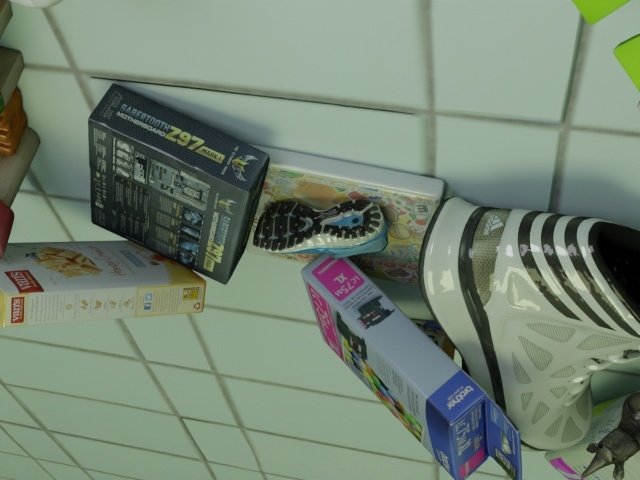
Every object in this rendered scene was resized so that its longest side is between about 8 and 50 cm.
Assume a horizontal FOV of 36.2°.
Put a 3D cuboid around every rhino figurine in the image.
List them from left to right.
[{"bbox_3d":[0.396,0.203,1.155,0.073,0.243,0.106,47,165,20],"label":"rhino figurine"}]

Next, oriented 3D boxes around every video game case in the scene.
[{"bbox_3d":[0.019,-0.023,1.118,0.227,0.026,0.206,11,150,7],"label":"video game case"}]

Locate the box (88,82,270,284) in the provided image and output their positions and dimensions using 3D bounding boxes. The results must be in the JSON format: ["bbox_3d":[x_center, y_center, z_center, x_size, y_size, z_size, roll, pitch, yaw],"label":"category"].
[{"bbox_3d":[-0.163,-0.054,1.089,0.183,0.059,0.232,25,152,2],"label":"box"}]

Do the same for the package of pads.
[{"bbox_3d":[0.477,0.337,1.329,0.296,0.101,0.229,38,158,2],"label":"package of pads"}]

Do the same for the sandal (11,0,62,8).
[{"bbox_3d":[-0.210,-0.342,0.618,0.169,0.102,0.416,27,141,10],"label":"sandal"}]

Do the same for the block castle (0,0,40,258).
[{"bbox_3d":[-0.458,-0.154,0.927,0.303,0.212,0.453,15,150,0],"label":"block castle"}]

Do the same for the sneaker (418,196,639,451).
[{"bbox_3d":[0.296,0.127,1.075,0.257,0.169,0.447,6,148,34],"label":"sneaker"}]

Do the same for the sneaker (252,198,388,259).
[{"bbox_3d":[0.000,0.000,1.079,0.162,0.063,0.073,0,150,26],"label":"sneaker"}]

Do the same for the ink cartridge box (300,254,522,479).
[{"bbox_3d":[0.104,0.160,1.131,0.311,0.065,0.186,42,163,30],"label":"ink cartridge box"}]

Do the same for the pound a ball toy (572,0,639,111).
[{"bbox_3d":[0.280,-0.239,0.569,0.208,0.136,0.319,51,141,-9],"label":"pound a ball toy"}]

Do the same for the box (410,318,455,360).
[{"bbox_3d":[0.109,0.144,1.303,0.136,0.081,0.028,4,148,17],"label":"box"}]

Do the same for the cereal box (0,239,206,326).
[{"bbox_3d":[-0.280,0.045,1.163,0.240,0.047,0.173,-1,-161,-33],"label":"cereal box"}]
